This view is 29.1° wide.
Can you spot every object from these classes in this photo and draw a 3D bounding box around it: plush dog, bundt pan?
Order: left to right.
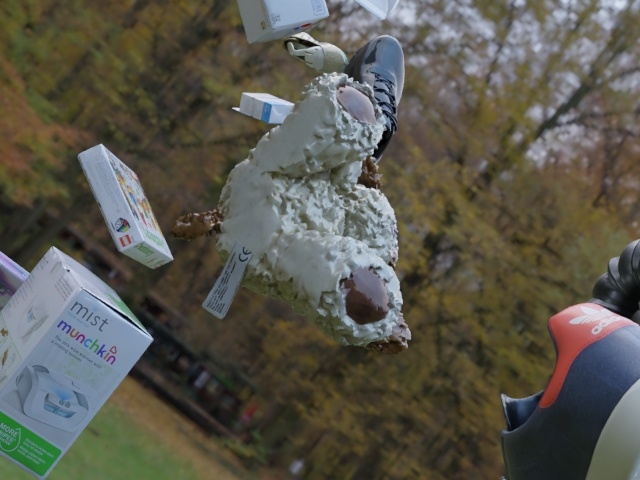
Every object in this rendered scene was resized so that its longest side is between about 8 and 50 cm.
[{"bbox_3d":[0.000,0.000,1.204,0.210,0.262,0.225,-15,-23,27],"label":"plush dog"},{"bbox_3d":[0.531,0.125,2.020,0.124,0.331,0.331,27,-6,-13],"label":"bundt pan"}]

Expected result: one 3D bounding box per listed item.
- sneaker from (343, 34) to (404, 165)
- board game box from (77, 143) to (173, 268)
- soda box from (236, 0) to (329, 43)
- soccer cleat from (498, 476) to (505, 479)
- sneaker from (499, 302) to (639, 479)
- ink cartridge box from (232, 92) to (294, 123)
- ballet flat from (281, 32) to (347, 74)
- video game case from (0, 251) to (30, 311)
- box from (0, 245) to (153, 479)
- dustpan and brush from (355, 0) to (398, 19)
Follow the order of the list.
[{"bbox_3d":[0.085,-0.205,1.990,0.109,0.286,0.130,21,-16,-18],"label":"sneaker"},{"bbox_3d":[-0.359,-0.056,2.300,0.305,0.053,0.193,66,0,-83],"label":"board game box"},{"bbox_3d":[-0.062,-0.318,1.272,0.074,0.069,0.216,-11,-85,66],"label":"soda box"},{"bbox_3d":[0.339,0.377,1.697,0.318,0.109,0.116,2,28,-40],"label":"soccer cleat"},{"bbox_3d":[0.188,0.200,0.950,0.131,0.350,0.148,-8,38,-33],"label":"sneaker"},{"bbox_3d":[-0.078,-0.184,1.698,0.048,0.028,0.083,-3,20,-43],"label":"ink cartridge box"},{"bbox_3d":[-0.015,-0.319,2.131,0.052,0.057,0.168,-8,24,-28],"label":"ballet flat"},{"bbox_3d":[-0.480,0.125,1.976,0.274,0.026,0.196,40,-47,-17],"label":"video game case"},{"bbox_3d":[-0.363,0.151,1.635,0.127,0.231,0.262,40,-5,-23],"label":"box"},{"bbox_3d":[0.079,-0.452,1.925,0.147,0.211,0.060,35,-51,-14],"label":"dustpan and brush"}]
